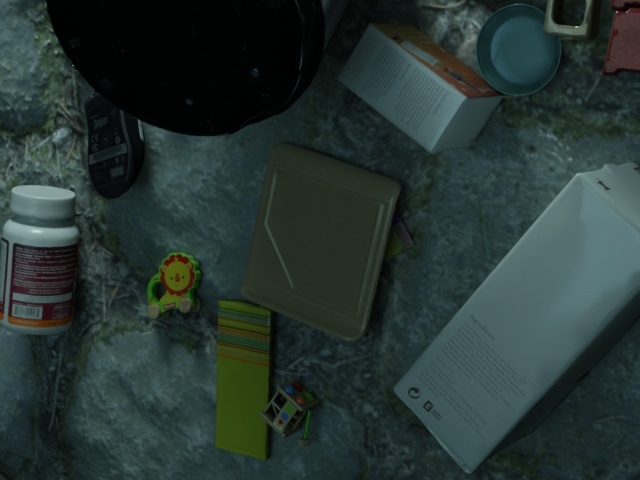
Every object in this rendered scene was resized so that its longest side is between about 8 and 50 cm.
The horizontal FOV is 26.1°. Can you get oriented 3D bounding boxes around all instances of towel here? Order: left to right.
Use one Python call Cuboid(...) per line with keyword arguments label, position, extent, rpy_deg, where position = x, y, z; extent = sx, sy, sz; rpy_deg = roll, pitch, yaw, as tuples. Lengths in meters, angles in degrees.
Cuboid(label="towel", position=(-0.115, 0.210, 2.089), extent=(0.102, 0.021, 0.237), rpy_deg=(9, 103, 34))
Cuboid(label="towel", position=(0.092, -0.016, 1.943), extent=(0.060, 0.009, 0.083), rpy_deg=(-33, 80, 30))

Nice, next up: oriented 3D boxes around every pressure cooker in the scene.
Cuboid(label="pressure cooker", position=(-0.127, -0.387, 1.791), extent=(0.370, 0.420, 0.375), rpy_deg=(43, 131, -18))

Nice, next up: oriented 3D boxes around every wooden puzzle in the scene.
Cuboid(label="wooden puzzle", position=(0.000, 0.000, 1.977), extent=(0.221, 0.044, 0.238), rpy_deg=(21, 103, 30))

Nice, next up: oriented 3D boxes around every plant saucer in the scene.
Cuboid(label="plant saucer", position=(0.262, -0.249, 1.806), extent=(0.119, 0.021, 0.119), rpy_deg=(4, 99, 30))

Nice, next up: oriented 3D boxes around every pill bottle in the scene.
Cuboid(label="pill bottle", position=(-0.447, 0.030, 2.190), extent=(0.121, 0.121, 0.221), rpy_deg=(13, 104, 27))

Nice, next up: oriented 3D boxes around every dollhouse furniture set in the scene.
Cuboid(label="dollhouse furniture set", position=(0.299, -0.287, 1.661), extent=(0.374, 0.201, 0.152), rpy_deg=(11, 102, 22))

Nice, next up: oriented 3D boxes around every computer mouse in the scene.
Cuboid(label="computer mouse", position=(-0.286, -0.202, 2.105), extent=(0.184, 0.060, 0.262), rpy_deg=(-20, 75, 34))

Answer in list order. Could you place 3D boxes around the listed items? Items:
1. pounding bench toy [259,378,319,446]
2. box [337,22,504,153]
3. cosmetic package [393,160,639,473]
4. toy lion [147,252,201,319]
Cuboid(label="pounding bench toy", position=(-0.033, 0.254, 2.028), extent=(0.083, 0.052, 0.065), rpy_deg=(42, 114, 18))
Cuboid(label="box", position=(0.133, -0.203, 1.823), extent=(0.170, 0.130, 0.091), rpy_deg=(40, 113, 18))
Cuboid(label="cosmetic package", position=(0.292, 0.090, 1.730), extent=(0.156, 0.217, 0.385), rpy_deg=(47, 118, 16))
Cuboid(label="toy lion", position=(-0.226, 0.068, 2.125), extent=(0.100, 0.034, 0.096), rpy_deg=(-13, 84, 31))
